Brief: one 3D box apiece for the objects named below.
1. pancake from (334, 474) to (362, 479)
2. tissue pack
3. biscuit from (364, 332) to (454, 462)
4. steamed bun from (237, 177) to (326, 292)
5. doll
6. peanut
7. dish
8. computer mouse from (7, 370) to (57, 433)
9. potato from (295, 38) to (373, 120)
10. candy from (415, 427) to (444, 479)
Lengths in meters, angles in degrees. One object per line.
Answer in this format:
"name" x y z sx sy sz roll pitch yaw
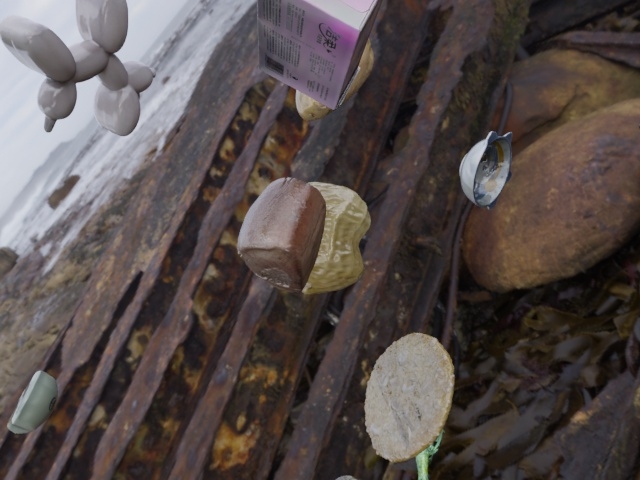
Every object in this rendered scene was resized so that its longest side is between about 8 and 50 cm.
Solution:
"pancake" 0.083 0.613 0.953 0.288 0.033 0.286 18 99 55
"tissue pack" -0.005 -0.298 0.697 0.093 0.148 0.246 -62 2 -10
"biscuit" 0.142 0.257 0.822 0.220 0.033 0.220 -47 28 35
"steamed bun" -0.052 -0.010 0.724 0.175 0.106 0.145 86 -160 -63
"doll" -0.240 -0.181 0.527 0.161 0.059 0.160 -54 -19 -38
"peanut" 0.000 0.000 0.994 0.110 0.196 0.233 -39 -46 -79
"dish" 0.470 -0.208 1.426 0.086 0.227 0.237 26 120 41
"computer mouse" -0.486 0.282 0.836 0.181 0.056 0.089 -36 29 45
"potato" 0.035 -0.360 1.044 0.161 0.128 0.235 -14 51 46
"candy" 0.200 0.468 0.939 0.091 0.083 0.306 -49 27 46
